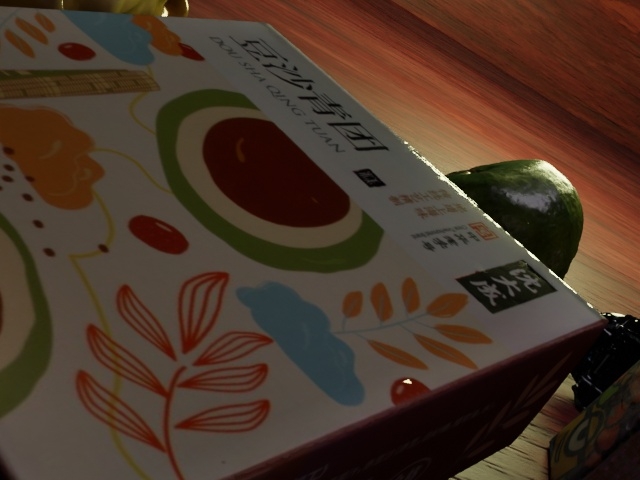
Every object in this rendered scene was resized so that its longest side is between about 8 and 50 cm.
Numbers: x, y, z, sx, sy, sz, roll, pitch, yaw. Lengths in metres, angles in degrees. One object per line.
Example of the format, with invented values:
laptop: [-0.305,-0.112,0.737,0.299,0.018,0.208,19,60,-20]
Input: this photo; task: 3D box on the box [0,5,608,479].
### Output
box: [-0.087,0.008,0.510,0.385,0.122,0.344,-11,47,-47]

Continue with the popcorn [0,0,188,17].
popcorn: [-0.257,-0.208,0.709,0.349,0.349,0.381,-96,167,-61]

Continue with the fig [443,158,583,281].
fig: [0.232,0.021,1.153,0.203,0.203,0.235,-35,112,-67]

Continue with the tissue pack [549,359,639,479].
tissue pack: [0.285,0.183,0.867,0.060,0.148,0.108,39,22,-4]

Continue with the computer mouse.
computer mouse: [0.386,0.174,1.067,0.242,0.146,0.077,39,3,16]
